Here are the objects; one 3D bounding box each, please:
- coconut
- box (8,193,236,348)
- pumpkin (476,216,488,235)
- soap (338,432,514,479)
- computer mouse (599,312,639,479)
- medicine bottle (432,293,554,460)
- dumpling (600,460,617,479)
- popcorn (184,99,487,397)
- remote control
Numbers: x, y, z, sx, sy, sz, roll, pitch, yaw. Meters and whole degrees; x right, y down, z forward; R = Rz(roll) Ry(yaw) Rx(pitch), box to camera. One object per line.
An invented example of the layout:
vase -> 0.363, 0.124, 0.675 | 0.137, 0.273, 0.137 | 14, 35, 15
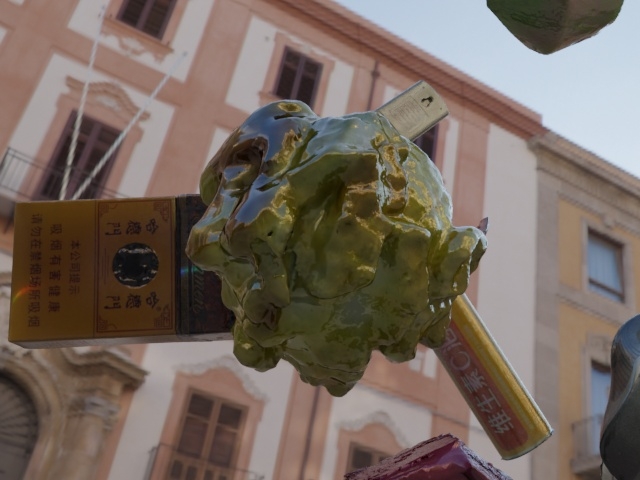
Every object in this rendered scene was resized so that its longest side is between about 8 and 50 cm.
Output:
coconut -> 0.360, -0.404, 1.254 | 0.235, 0.236, 0.204 | 20, -5, -13
box -> -0.338, 0.056, 1.463 | 0.414, 0.265, 0.116 | -1, -16, -4
pumpkin -> 0.317, -0.002, 1.655 | 0.035, 0.073, 0.101 | 30, -42, 12
soap -> 0.142, 0.320, 0.704 | 0.182, 0.289, 0.112 | -22, -3, 2
computer mouse -> 0.529, 0.284, 1.264 | 0.167, 0.380, 0.090 | 21, -16, -13
medicine bottle -> 0.207, 0.133, 1.245 | 0.426, 0.108, 0.108 | 57, -40, 5
dumpling -> 0.720, 0.514, 1.818 | 0.142, 0.172, 0.247 | -1, -61, -42
popcorn -> 0.009, 0.016, 0.853 | 0.312, 0.312, 0.312 | 8, -33, 5
remote control -> 0.172, -0.251, 1.659 | 0.098, 0.233, 0.038 | 50, -36, 3
